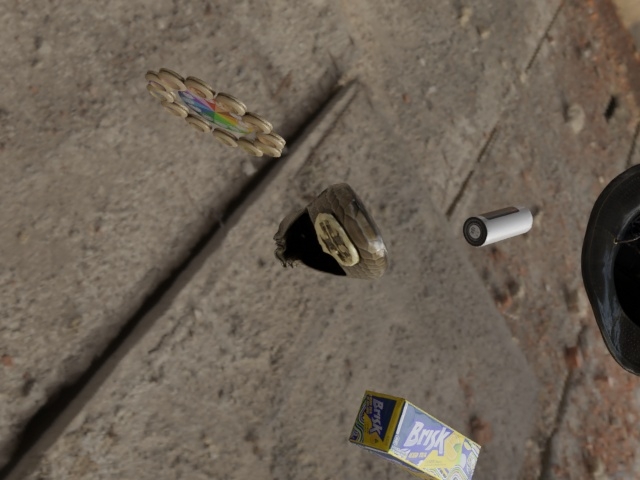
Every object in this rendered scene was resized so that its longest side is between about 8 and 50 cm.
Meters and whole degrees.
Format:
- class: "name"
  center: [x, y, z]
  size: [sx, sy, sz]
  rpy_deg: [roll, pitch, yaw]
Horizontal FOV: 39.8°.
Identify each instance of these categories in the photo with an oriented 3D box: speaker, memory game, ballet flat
- class: "speaker"
  center: [0.314, -0.027, 1.563]
  size: [0.136, 0.055, 0.055]
  rpy_deg: [-14, 86, -40]
- class: "memory game"
  center: [-0.125, -0.147, 1.044]
  size: [0.186, 0.186, 0.012]
  rpy_deg: [36, 75, -38]
- class: "ballet flat"
  center: [0.000, 0.000, 0.748]
  size: [0.058, 0.250, 0.084]
  rpy_deg: [-25, 96, -11]

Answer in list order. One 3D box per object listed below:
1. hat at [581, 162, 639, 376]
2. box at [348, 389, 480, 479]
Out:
- class: "hat"
  center: [0.491, 0.050, 1.374]
  size: [0.331, 0.134, 0.331]
  rpy_deg: [3, 82, -25]
- class: "box"
  center: [0.104, 0.217, 0.944]
  size: [0.169, 0.054, 0.059]
  rpy_deg: [37, 67, -43]
